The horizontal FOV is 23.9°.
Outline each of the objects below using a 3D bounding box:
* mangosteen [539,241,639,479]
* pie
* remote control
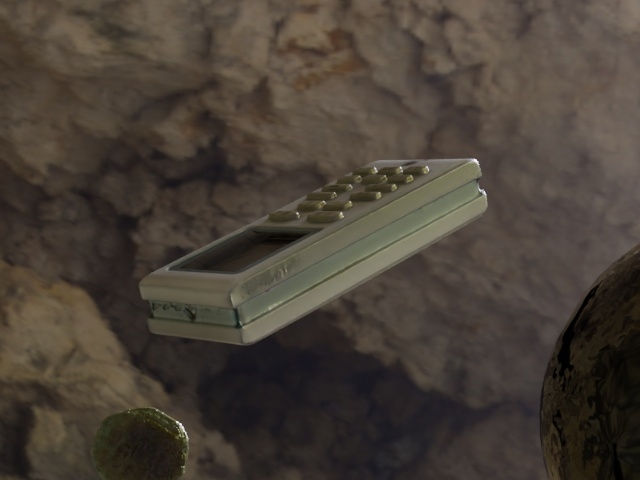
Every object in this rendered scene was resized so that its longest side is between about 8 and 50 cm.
[{"bbox_3d":[0.275,0.108,0.856,0.313,0.297,0.297,-45,-61,-21],"label":"mangosteen"},{"bbox_3d":[-0.153,0.180,1.288,0.084,0.020,0.084,0,-96,3],"label":"pie"},{"bbox_3d":[0.000,0.000,1.138,0.277,0.103,0.055,-27,-70,-41],"label":"remote control"}]
